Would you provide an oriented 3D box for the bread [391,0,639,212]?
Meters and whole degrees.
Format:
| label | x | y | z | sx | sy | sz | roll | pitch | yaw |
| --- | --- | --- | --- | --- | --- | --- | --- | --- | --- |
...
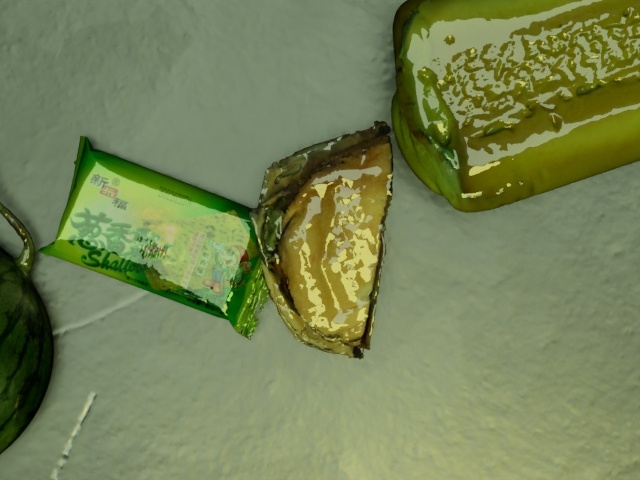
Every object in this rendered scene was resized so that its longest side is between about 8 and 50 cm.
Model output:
| label | x | y | z | sx | sy | sz | roll | pitch | yaw |
| --- | --- | --- | --- | --- | --- | --- | --- | --- | --- |
| bread | 0.234 | -0.143 | 1.116 | 0.384 | 0.112 | 0.166 | -18 | 89 | 0 |

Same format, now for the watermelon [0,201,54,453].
| label | x | y | z | sx | sy | sz | roll | pitch | yaw |
| --- | --- | --- | --- | --- | --- | --- | --- | --- | --- |
| watermelon | -0.301 | 0.083 | 1.114 | 0.232 | 0.127 | 0.204 | -30 | 94 | -2 |

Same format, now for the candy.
| label | x | y | z | sx | sy | sz | roll | pitch | yaw |
| --- | --- | --- | --- | --- | --- | --- | --- | --- | --- |
| candy | -0.116 | -0.004 | 1.158 | 0.178 | 0.032 | 0.102 | 21 | 91 | -1 |

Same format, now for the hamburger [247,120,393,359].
| label | x | y | z | sx | sy | sz | roll | pitch | yaw |
| --- | --- | --- | --- | --- | --- | --- | --- | --- | --- |
| hamburger | -0.006 | -0.005 | 1.129 | 0.102 | 0.087 | 0.176 | 6 | 100 | -5 |
